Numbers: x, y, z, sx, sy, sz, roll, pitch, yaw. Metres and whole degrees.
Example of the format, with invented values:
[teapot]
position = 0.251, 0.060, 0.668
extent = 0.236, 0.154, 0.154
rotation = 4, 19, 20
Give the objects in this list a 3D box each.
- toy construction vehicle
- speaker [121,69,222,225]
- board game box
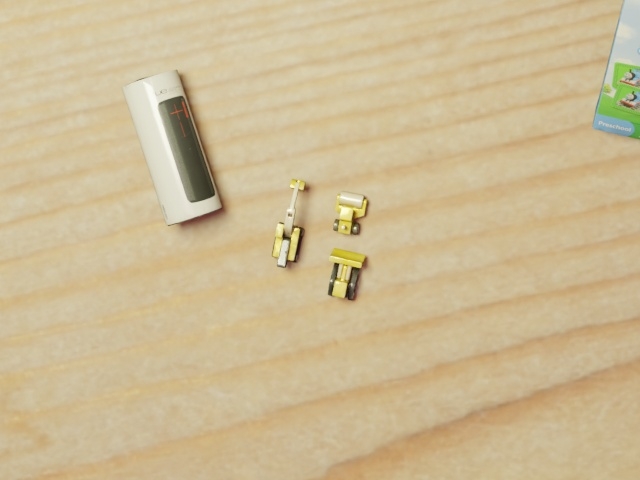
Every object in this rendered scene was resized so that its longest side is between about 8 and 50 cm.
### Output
[toy construction vehicle]
position = 0.000, 0.000, 1.629
extent = 0.085, 0.035, 0.098
rotation = 15, 98, 7
[speaker]
position = -0.136, -0.085, 1.631
extent = 0.055, 0.055, 0.136
rotation = -17, 93, 10
[board game box]
position = 0.323, -0.155, 1.491
extent = 0.160, 0.039, 0.211
rotation = 13, 143, 7
